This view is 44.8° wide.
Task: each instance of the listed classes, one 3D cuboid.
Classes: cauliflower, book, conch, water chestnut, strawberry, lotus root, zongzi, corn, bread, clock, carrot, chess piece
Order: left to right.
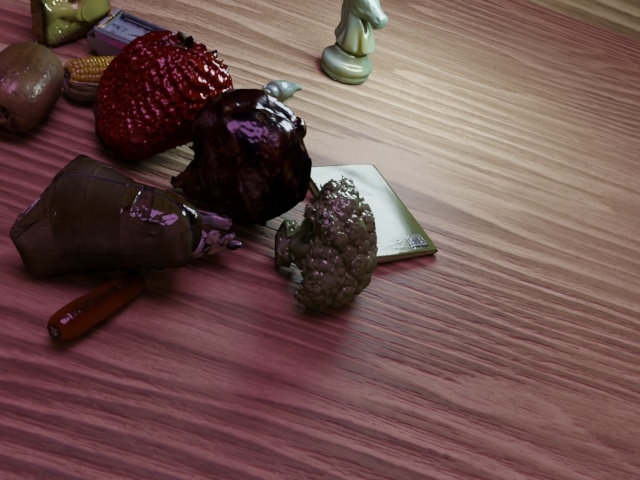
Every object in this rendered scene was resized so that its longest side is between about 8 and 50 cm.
[{"bbox_3d":[-0.715,-0.393,1.886,0.169,0.151,0.342,28,39,-19],"label":"lotus root"},{"bbox_3d":[-0.719,-0.670,2.183,0.163,0.204,0.262,28,42,27],"label":"bread"},{"bbox_3d":[-0.434,0.129,1.497,0.067,0.067,0.225,35,40,16],"label":"carrot"},{"bbox_3d":[-0.526,-0.424,2.054,0.305,0.122,0.123,-6,3,-32],"label":"corn"},{"bbox_3d":[-0.406,-0.083,1.634,0.356,0.174,0.393,1,34,4],"label":"zongzi"},{"bbox_3d":[-0.519,-0.565,2.230,0.253,0.083,0.186,22,40,2],"label":"clock"},{"bbox_3d":[-0.405,-0.343,1.911,0.312,0.267,0.351,30,72,25],"label":"strawberry"},{"bbox_3d":[-0.200,-0.188,1.804,0.347,0.335,0.335,-9,39,12],"label":"water chestnut"},{"bbox_3d":[-0.128,-0.437,2.280,0.180,0.088,0.065,-22,99,-47],"label":"conch"},{"bbox_3d":[0.000,0.000,1.725,0.250,0.272,0.275,0,18,23],"label":"cauliflower"},{"bbox_3d":[0.116,-0.659,2.444,0.176,0.298,0.175,12,38,-9],"label":"chess piece"},{"bbox_3d":[0.125,-0.075,1.994,0.239,0.035,0.352,-6,46,-31],"label":"book"}]

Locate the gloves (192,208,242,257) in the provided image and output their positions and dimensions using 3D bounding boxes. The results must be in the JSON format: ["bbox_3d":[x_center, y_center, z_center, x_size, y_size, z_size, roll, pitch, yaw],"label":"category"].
[{"bbox_3d":[-0.275,-0.008,1.693,0.212,0.111,0.127,24,21,7],"label":"gloves"}]
